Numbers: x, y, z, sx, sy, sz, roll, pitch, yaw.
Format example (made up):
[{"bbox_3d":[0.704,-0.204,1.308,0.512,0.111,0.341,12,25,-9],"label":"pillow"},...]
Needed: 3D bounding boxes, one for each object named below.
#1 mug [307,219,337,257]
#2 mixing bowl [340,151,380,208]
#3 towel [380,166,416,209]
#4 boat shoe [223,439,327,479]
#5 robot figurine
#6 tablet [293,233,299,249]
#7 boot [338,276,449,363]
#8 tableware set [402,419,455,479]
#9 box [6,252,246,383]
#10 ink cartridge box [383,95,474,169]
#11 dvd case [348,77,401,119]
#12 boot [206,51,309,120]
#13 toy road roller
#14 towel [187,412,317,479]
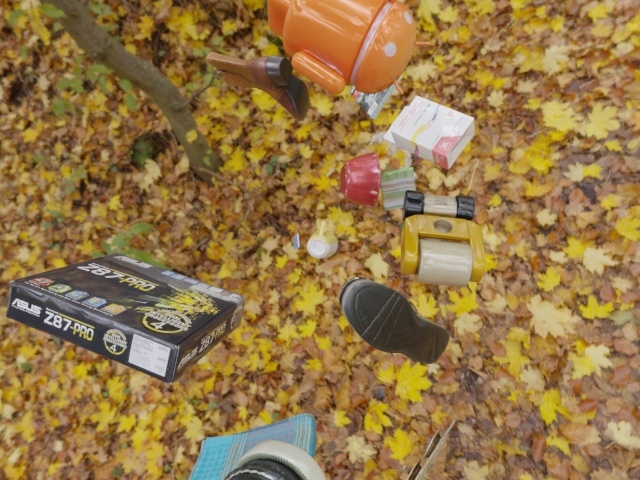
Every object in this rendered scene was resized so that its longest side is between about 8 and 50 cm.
[{"bbox_3d":[-0.002,0.003,0.889,0.062,0.064,0.078,-20,92,13],"label":"mug"},{"bbox_3d":[0.118,-0.192,1.356,0.098,0.181,0.181,0,50,-10],"label":"mixing bowl"},{"bbox_3d":[0.252,-0.163,1.381,0.113,0.152,0.023,-10,45,10],"label":"towel"},{"bbox_3d":[-0.047,0.338,0.314,0.127,0.113,0.340,5,95,24],"label":"boat shoe"},{"bbox_3d":[0.036,-0.288,0.587,0.219,0.128,0.158,29,37,2],"label":"robot figurine"},{"bbox_3d":[-0.094,0.006,1.658,0.006,0.083,0.054,-3,82,-16],"label":"tablet"},{"bbox_3d":[0.080,0.106,0.689,0.085,0.236,0.178,-58,35,-1],"label":"boot"},{"bbox_3d":[0.217,0.466,0.910,0.039,0.194,0.128,28,118,29],"label":"tableware set"},{"bbox_3d":[-0.415,0.153,0.977,0.395,0.318,0.097,17,101,11],"label":"box"},{"bbox_3d":[0.253,-0.269,1.034,0.198,0.067,0.115,33,84,29],"label":"ink cartridge box"},{"bbox_3d":[0.099,-0.294,0.810,0.087,0.013,0.119,-56,37,28],"label":"dvd case"},{"bbox_3d":[-0.195,-0.490,1.379,0.280,0.264,0.096,14,80,26],"label":"boot"},{"bbox_3d":[0.329,0.025,1.230,0.203,0.240,0.329,6,47,5],"label":"toy road roller"},{"bbox_3d":[-0.147,0.468,0.764,0.271,0.040,0.370,-17,15,10],"label":"towel"}]
